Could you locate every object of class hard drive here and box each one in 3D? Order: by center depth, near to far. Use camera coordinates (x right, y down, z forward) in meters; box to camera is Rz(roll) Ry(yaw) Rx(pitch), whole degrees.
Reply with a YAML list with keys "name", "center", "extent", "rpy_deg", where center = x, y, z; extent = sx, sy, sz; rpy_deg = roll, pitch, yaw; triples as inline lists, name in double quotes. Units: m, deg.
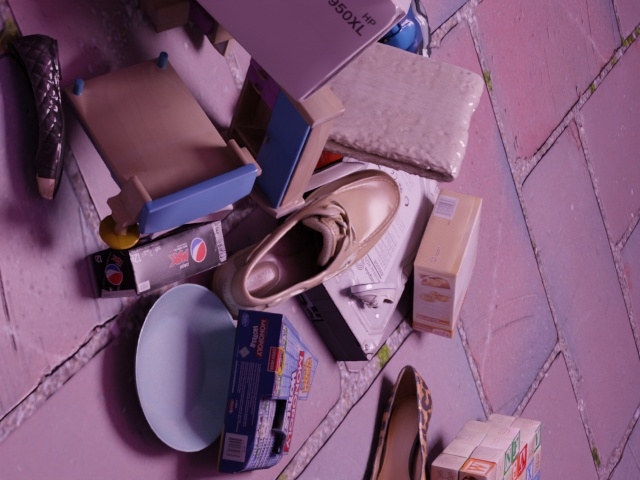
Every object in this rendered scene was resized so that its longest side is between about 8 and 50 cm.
- name: "hard drive"
  center: [0.060, -0.029, 1.876]
  extent: [0.237, 0.064, 0.339]
  rpy_deg: [59, 43, -33]

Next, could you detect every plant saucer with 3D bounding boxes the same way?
- name: "plant saucer"
  center: [-0.163, 0.148, 1.544]
  extent: [0.195, 0.037, 0.195]
  rpy_deg: [11, 77, -56]

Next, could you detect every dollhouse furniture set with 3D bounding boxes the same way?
- name: "dollhouse furniture set"
  center: [-0.178, -0.126, 1.519]
  extent: [0.303, 0.198, 0.286]
  rpy_deg: [-25, 67, -30]

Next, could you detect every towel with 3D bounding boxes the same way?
- name: "towel"
  center: [0.062, -0.181, 1.735]
  extent: [0.049, 0.282, 0.187]
  rpy_deg: [103, 5, -55]

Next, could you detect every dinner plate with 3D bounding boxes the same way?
- name: "dinner plate"
  center: [-0.010, -0.078, 1.708]
  extent: [0.141, 0.141, 0.017]
  rpy_deg: [-28, 97, -54]

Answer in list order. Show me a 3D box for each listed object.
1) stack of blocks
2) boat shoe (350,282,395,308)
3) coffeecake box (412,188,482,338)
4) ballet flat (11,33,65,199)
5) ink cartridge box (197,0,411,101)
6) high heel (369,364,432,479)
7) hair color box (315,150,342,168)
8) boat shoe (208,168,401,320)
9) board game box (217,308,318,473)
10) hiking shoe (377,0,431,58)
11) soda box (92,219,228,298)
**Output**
- name: "stack of blocks"
  center: [0.260, 0.369, 2.051]
  extent: [0.297, 0.087, 0.171]
  rpy_deg: [-32, 126, -60]
- name: "boat shoe"
  center: [0.073, 0.075, 1.798]
  extent: [0.100, 0.035, 0.035]
  rpy_deg: [4, 81, -62]
- name: "coffeecake box"
  center: [0.189, 0.037, 1.986]
  extent: [0.185, 0.068, 0.142]
  rpy_deg: [85, 22, -56]
- name: "ballet flat"
  center: [-0.293, -0.129, 1.386]
  extent: [0.057, 0.049, 0.173]
  rpy_deg: [177, -91, -79]
- name: "ink cartridge box"
  center: [-0.033, -0.371, 1.502]
  extent: [0.285, 0.166, 0.395]
  rpy_deg: [44, 27, -14]
- name: "high heel"
  center: [0.104, 0.294, 1.866]
  extent: [0.261, 0.093, 0.186]
  rpy_deg: [-41, 128, -69]
- name: "hair color box"
  center: [0.030, -0.147, 1.781]
  extent: [0.141, 0.072, 0.043]
  rpy_deg: [-26, 117, -22]
- name: "boat shoe"
  center: [0.000, 0.000, 1.657]
  extent: [0.302, 0.098, 0.109]
  rpy_deg: [-32, 97, -28]
- name: "board game box"
  center: [-0.058, 0.189, 1.634]
  extent: [0.194, 0.060, 0.194]
  rpy_deg: [25, 72, -73]
- name: "hiking shoe"
  center: [0.064, -0.359, 1.894]
  extent: [0.132, 0.113, 0.304]
  rpy_deg: [-13, 87, -50]
- name: "soda box"
  center: [-0.180, 0.020, 1.512]
  extent: [0.169, 0.060, 0.053]
  rpy_deg: [-21, 102, -54]
